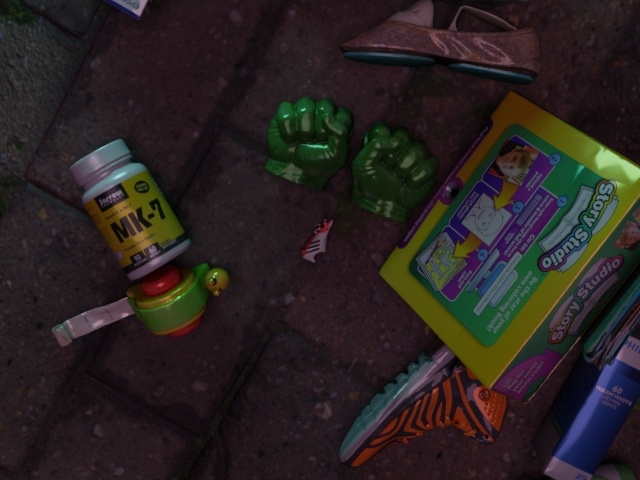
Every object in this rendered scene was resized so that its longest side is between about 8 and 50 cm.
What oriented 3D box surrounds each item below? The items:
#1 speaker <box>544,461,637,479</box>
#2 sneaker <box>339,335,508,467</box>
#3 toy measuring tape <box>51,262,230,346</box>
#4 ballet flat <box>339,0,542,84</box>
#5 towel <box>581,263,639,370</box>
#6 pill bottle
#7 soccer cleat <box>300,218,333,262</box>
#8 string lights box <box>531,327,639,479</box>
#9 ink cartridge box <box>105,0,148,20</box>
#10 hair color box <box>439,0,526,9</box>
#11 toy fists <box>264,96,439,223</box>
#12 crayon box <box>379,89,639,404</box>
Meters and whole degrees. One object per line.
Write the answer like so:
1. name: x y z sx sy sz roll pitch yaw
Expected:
1. speaker: 0.390 0.471 1.513 0.296 0.131 0.131 -21 98 8
2. sneaker: 0.188 0.299 1.497 0.180 0.124 0.321 45 100 -3
3. toy measuring tape: -0.303 0.123 1.502 0.330 0.121 0.121 -21 98 7
4. ballet flat: 0.189 -0.314 1.407 0.316 0.107 0.106 7 92 -6
5. towel: 0.468 0.044 1.307 0.040 0.370 0.271 38 101 9
6. pill bottle: -0.312 -0.051 1.473 0.119 0.119 0.208 -30 97 9
7. soccer cleat: 0.000 0.000 1.507 0.035 0.029 0.083 35 104 -11
8. string lights box: 0.442 0.258 1.466 0.076 0.133 0.260 26 101 0
9. ink cartridge box: -0.258 -0.538 1.364 0.175 0.069 0.371 30 102 0
10. hair color box: 0.120 -0.420 1.319 0.347 0.174 0.105 7 100 -9
11. toy fists: 0.049 -0.136 1.445 0.279 0.096 0.142 21 100 2
12. crayon box: 0.295 0.001 1.345 0.106 0.313 0.363 26 104 -40
